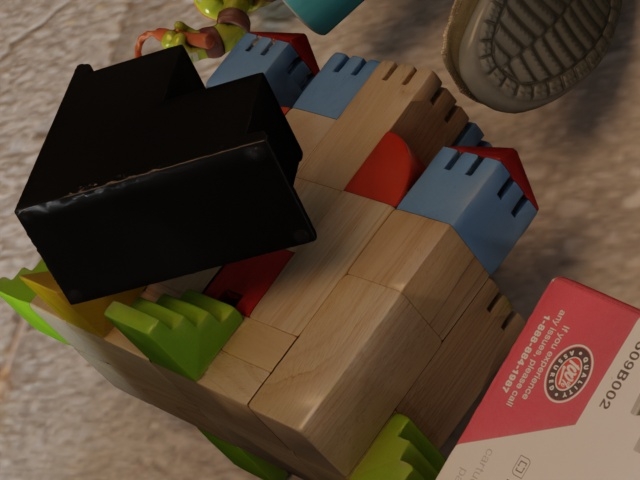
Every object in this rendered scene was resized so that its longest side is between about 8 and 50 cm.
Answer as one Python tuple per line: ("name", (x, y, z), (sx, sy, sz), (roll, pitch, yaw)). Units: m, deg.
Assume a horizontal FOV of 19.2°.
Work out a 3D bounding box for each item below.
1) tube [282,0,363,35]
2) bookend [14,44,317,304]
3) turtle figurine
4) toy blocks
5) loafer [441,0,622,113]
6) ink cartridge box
("tube", (0.058, -0.224, 1.250), (0.207, 0.052, 0.080), (-43, 74, 14))
("bookend", (-0.078, -0.054, 1.104), (0.156, 0.072, 0.157), (-15, 33, 18))
("turtle figurine", (-0.041, -0.207, 1.378), (0.217, 0.087, 0.269), (-39, 25, 48))
("toy blocks", (0.000, 0.000, 1.170), (0.381, 0.191, 0.261), (19, 66, 49))
("loafer", (0.139, -0.170, 1.184), (0.087, 0.094, 0.251), (-14, 35, 48))
("ink cartridge box", (0.190, 0.164, 0.908), (0.283, 0.117, 0.207), (25, 82, 48))
